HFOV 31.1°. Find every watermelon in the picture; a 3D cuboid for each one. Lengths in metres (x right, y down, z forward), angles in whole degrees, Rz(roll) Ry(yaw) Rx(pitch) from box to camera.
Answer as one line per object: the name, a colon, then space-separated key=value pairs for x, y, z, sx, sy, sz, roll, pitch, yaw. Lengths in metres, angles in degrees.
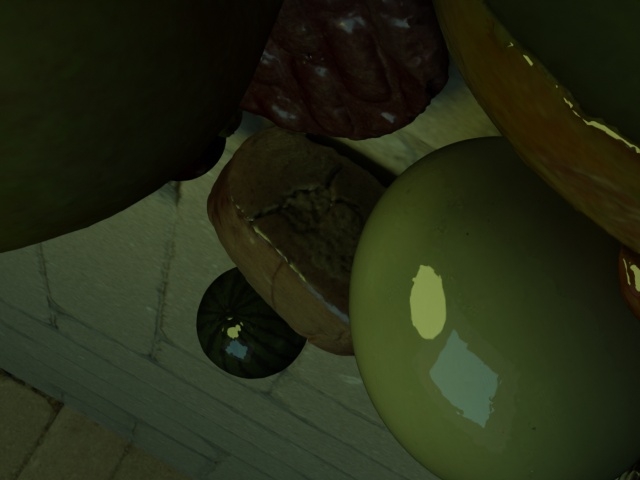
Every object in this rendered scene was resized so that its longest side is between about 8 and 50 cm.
watermelon: x=-0.066 y=0.073 z=1.040 sx=0.105 sy=0.105 sz=0.133 roll=23 pitch=178 yaw=18

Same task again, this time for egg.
egg: x=0.110 y=0.046 z=0.652 sx=0.186 sy=0.186 sz=0.241 roll=15 pitch=145 yaw=33

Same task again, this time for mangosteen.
mangosteen: x=-0.095 y=-0.079 z=0.790 sx=0.081 sy=0.081 sz=0.081 roll=26 pitch=159 yaw=11

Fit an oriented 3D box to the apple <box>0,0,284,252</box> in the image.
apple: x=-0.139 y=-0.140 z=0.398 sx=0.277 sy=0.319 sz=0.319 roll=23 pitch=158 yaw=10

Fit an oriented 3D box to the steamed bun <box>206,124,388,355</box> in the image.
steamed bun: x=0.000 y=0.000 z=0.817 sx=0.175 sy=0.106 sz=0.145 roll=44 pitch=164 yaw=1

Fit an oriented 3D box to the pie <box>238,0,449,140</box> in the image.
pie: x=-0.029 y=-0.131 z=0.622 sx=0.219 sy=0.054 sz=0.204 roll=22 pitch=158 yaw=14

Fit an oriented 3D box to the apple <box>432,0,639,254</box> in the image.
apple: x=0.195 y=-0.054 z=0.404 sx=0.346 sy=0.254 sz=0.179 roll=23 pitch=118 yaw=17

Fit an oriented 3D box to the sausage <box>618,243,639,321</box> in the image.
sausage: x=0.265 y=0.059 z=0.574 sx=0.300 sy=0.089 sz=0.083 roll=28 pitch=170 yaw=-14

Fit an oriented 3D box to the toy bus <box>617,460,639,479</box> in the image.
toy bus: x=0.300 y=0.211 z=0.891 sx=0.139 sy=0.113 sz=0.301 roll=26 pitch=161 yaw=10
